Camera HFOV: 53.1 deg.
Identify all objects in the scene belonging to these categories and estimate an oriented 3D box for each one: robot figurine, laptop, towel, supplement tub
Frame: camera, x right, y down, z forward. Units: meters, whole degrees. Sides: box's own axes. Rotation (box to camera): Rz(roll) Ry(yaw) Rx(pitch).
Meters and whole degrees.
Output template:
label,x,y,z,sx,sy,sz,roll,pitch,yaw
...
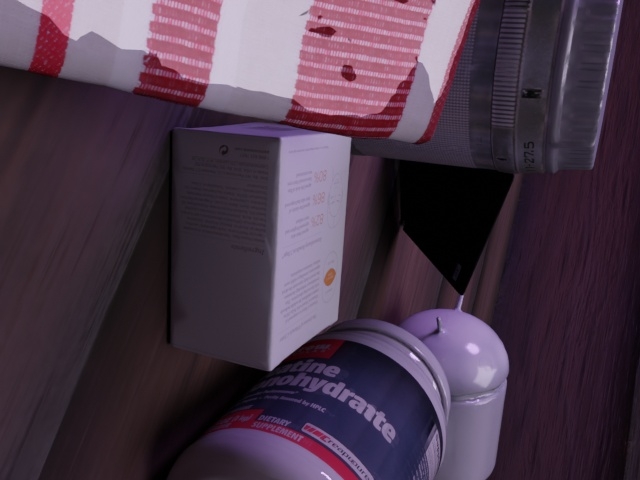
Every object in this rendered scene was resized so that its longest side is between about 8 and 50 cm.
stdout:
label,x,y,z,sx,sy,sz,roll,pitch,yaw
robot figurine,0.198,0.264,1.058,0.300,0.200,0.353,-47,142,-66
laptop,0.217,-0.102,0.967,0.264,0.137,0.234,-55,163,-45
towel,-0.028,-0.174,0.292,0.329,0.037,0.237,4,113,-37
supplement tub,0.005,0.200,0.588,0.272,0.191,0.191,-35,131,-60

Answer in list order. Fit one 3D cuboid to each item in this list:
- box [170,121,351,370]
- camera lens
label,x,y,z,sx,sy,sz,roll,pitch,yaw
box,-0.045,-0.004,0.512,0.130,0.091,0.170,-23,120,-64
camera lens,0.141,-0.184,0.637,0.219,0.274,0.219,10,90,-67
